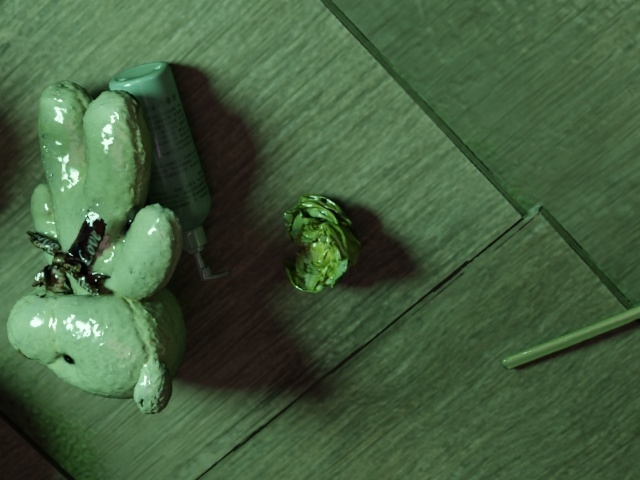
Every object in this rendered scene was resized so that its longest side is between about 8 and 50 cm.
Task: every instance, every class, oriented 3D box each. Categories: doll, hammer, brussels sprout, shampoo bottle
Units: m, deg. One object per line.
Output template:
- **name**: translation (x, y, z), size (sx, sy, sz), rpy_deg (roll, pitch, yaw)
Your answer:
- **doll**: translation (-0.196, 0.006, 1.489), size (0.149, 0.175, 0.278), rpy_deg (-7, 104, -10)
- **hammer**: translation (0.246, 0.081, 1.535), size (0.195, 0.060, 0.028), rpy_deg (-24, 108, 18)
- **brussels sprout**: translation (0.000, 0.000, 1.526), size (0.085, 0.058, 0.085), rpy_deg (21, 126, 32)
- **shampoo bottle**: translation (-0.127, -0.053, 1.514), size (0.056, 0.056, 0.195), rpy_deg (-12, 109, 10)
